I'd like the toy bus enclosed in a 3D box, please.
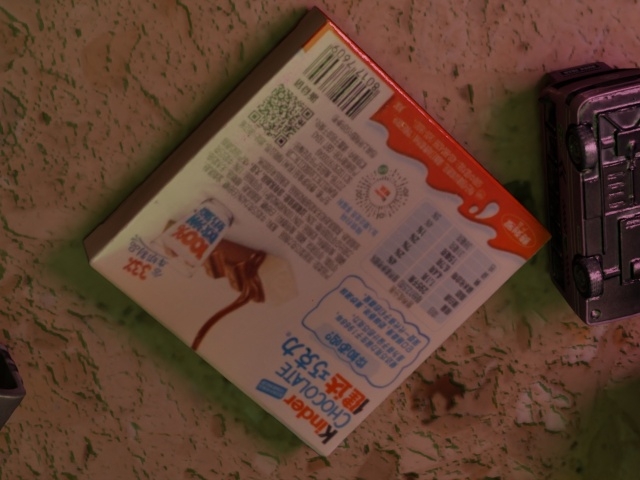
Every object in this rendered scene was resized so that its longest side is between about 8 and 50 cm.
[{"bbox_3d":[0.230,-0.041,1.569,0.096,0.108,0.198,-13,117,-13],"label":"toy bus"}]

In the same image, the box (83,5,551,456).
[{"bbox_3d":[0.000,0.000,1.560,0.265,0.048,0.273,-44,116,6],"label":"box"}]

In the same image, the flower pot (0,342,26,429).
[{"bbox_3d":[-0.346,0.106,1.486,0.229,0.103,0.108,23,105,-22],"label":"flower pot"}]
